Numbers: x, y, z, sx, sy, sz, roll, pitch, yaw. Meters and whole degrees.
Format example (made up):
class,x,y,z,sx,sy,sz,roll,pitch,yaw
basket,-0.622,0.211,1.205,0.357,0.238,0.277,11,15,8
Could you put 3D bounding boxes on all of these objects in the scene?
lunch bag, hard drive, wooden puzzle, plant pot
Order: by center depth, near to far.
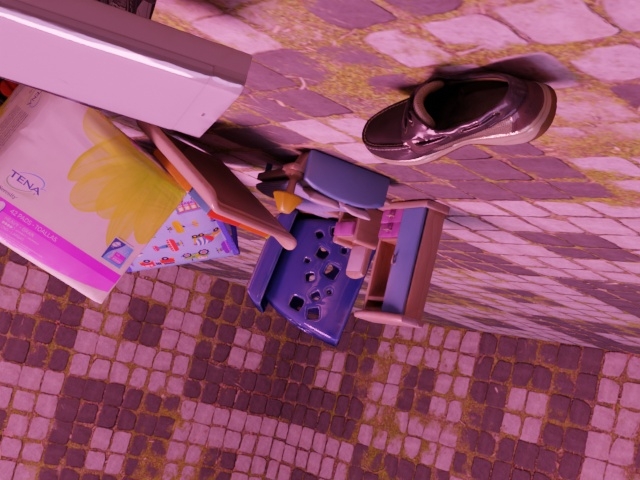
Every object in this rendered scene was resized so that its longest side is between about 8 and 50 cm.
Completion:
class,x,y,z,sx,sy,sz,roll,pitch,yaw
hard drive,-0.230,-0.168,0.787,0.308,0.040,0.203,16,170,-16
wooden puzzle,-0.160,-0.080,1.398,0.221,0.044,0.239,46,-172,32
lunch bag,-0.284,-0.055,1.624,0.221,0.138,0.293,-9,163,4
plant pot,-0.020,0.070,1.876,0.212,0.235,0.236,21,171,3

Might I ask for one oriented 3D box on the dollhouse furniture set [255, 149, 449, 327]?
class,x,y,z,sx,sy,sz,roll,pitch,yaw
dollhouse furniture set,0.000,0.000,1.473,0.303,0.198,0.286,19,170,-29

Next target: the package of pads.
class,x,y,z,sx,sy,sz,roll,pitch,yaw
package of pads,-0.357,-0.074,1.320,0.101,0.229,0.296,34,175,44

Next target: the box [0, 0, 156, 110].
class,x,y,z,sx,sy,sz,roll,pitch,yaw
box,-0.301,-0.228,0.897,0.243,0.076,0.307,17,170,-19

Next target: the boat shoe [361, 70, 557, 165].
class,x,y,z,sx,sy,sz,roll,pitch,yaw
boat shoe,0.119,-0.126,0.899,0.224,0.080,0.073,-3,156,46

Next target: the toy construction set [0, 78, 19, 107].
class,x,y,z,sx,sy,sz,roll,pitch,yaw
toy construction set,-0.525,-0.146,1.321,0.328,0.214,0.151,18,171,-27
